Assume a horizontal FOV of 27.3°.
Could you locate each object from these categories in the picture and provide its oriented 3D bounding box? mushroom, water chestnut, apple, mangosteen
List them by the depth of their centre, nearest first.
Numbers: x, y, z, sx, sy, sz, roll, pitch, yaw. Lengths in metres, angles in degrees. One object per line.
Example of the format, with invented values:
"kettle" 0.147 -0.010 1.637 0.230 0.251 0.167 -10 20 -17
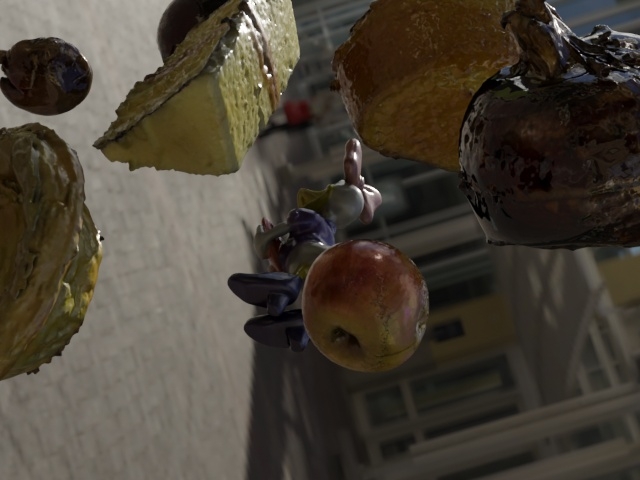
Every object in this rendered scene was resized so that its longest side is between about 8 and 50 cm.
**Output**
"apple" 0.049 0.065 1.410 0.146 0.146 0.146 -17 90 -87
"water chestnut" 0.313 -0.151 1.607 0.335 0.335 0.347 -94 171 -75
"mushroom" -0.430 -0.248 1.978 0.080 0.170 0.135 -91 -167 -52
"mangosteen" -0.160 -0.290 2.034 0.216 0.216 0.216 -17 90 -87

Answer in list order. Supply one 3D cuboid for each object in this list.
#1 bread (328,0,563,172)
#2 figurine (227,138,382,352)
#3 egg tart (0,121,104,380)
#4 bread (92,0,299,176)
"bread" 0.205 -0.245 2.028 0.337 0.358 0.204 -39 -132 51
"figurine" -0.005 0.003 2.167 0.421 0.193 0.154 -73 147 -51
"egg tart" -0.294 0.032 1.189 0.118 0.288 0.288 28 36 -42
"bread" -0.103 -0.176 1.368 0.142 0.178 0.266 32 44 -10
